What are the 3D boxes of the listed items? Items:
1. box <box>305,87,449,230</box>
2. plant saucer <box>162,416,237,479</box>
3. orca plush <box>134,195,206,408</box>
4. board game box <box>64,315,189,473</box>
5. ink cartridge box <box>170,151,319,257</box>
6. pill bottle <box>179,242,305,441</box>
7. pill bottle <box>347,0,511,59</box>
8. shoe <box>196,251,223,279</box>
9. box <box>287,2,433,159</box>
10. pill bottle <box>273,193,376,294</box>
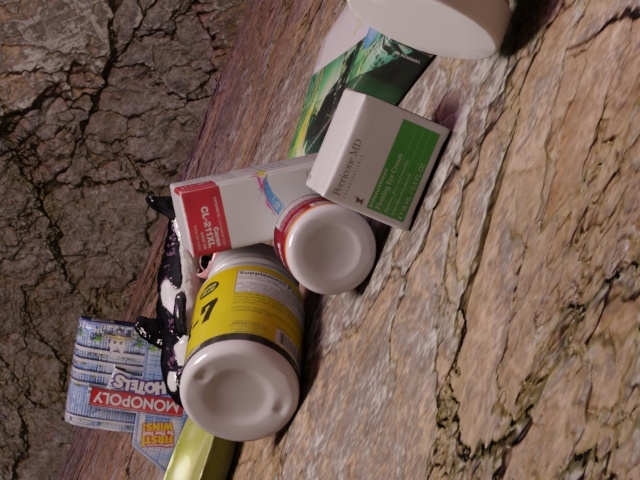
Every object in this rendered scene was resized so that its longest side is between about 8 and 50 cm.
[{"bbox_3d":[0.050,-0.075,1.360,0.102,0.087,0.101,-136,69,-78],"label":"box"},{"bbox_3d":[-0.143,0.274,1.733,0.241,0.037,0.241,-159,90,-79],"label":"plant saucer"},{"bbox_3d":[-0.201,0.085,1.934,0.151,0.102,0.287,23,-126,-77],"label":"orca plush"},{"bbox_3d":[-0.243,0.211,2.036,0.060,0.194,0.194,-146,64,-80],"label":"board game box"},{"bbox_3d":[-0.062,-0.040,1.587,0.127,0.175,0.072,-154,52,-79],"label":"ink cartridge box"},{"bbox_3d":[-0.075,0.097,1.544,0.208,0.119,0.119,-86,21,-59],"label":"pill bottle"},{"bbox_3d":[0.128,-0.302,1.241,0.162,0.162,0.278,160,131,-75],"label":"pill bottle"},{"bbox_3d":[-0.120,0.035,1.959,0.178,0.081,0.063,158,133,-75],"label":"shoe"},{"bbox_3d":[0.056,-0.213,1.673,0.322,0.058,0.232,127,162,-55],"label":"box"},{"bbox_3d":[0.000,0.000,1.459,0.152,0.086,0.086,-138,71,-79],"label":"pill bottle"}]
